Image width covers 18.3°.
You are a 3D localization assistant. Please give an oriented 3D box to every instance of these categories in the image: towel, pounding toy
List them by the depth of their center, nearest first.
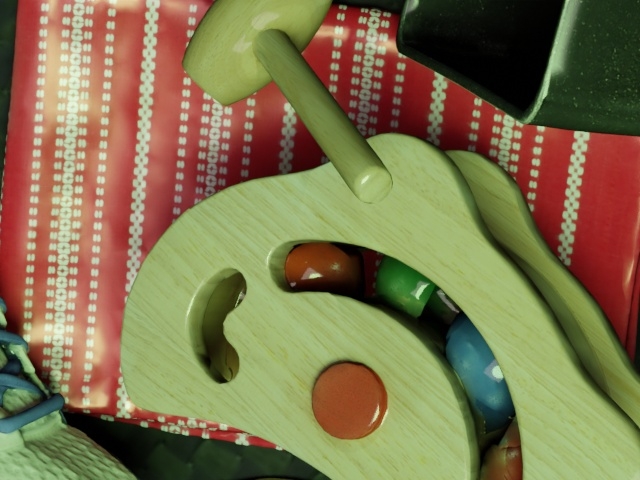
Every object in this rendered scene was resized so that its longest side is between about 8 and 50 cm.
[{"bbox_3d":[0.003,0.040,0.716,0.154,0.155,0.269,-40,72,18],"label":"pounding toy"},{"bbox_3d":[0.000,0.000,0.825,0.275,0.031,0.199,9,107,3],"label":"towel"}]

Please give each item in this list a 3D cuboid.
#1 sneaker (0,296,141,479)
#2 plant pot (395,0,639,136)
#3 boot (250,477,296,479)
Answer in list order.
[{"bbox_3d":[-0.175,0.034,0.792,0.296,0.112,0.131,32,101,7],"label":"sneaker"},{"bbox_3d":[0.147,-0.127,0.695,0.167,0.187,0.188,12,100,-14],"label":"plant pot"},{"bbox_3d":[-0.001,0.157,0.807,0.197,0.152,0.073,-6,106,7],"label":"boot"}]
